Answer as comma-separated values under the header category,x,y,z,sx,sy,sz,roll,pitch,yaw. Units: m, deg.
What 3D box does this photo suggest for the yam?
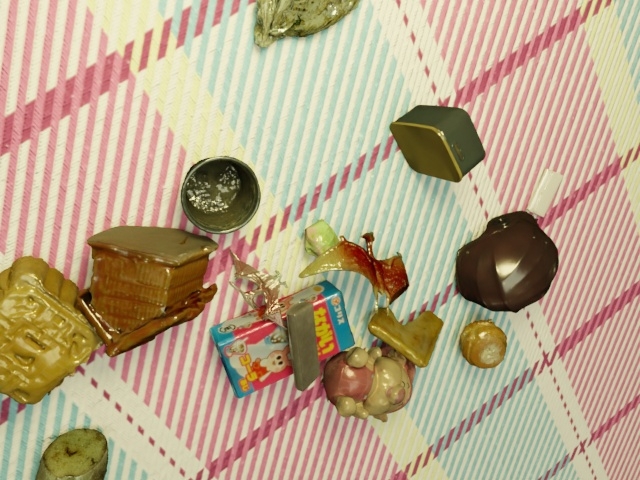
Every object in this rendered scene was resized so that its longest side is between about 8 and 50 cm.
category,x,y,z,sx,sy,sz,roll,pitch,yaw
yam,-0.537,0.547,1.171,0.154,0.154,0.254,7,107,-24

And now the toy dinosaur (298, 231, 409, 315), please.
category,x,y,z,sx,sy,sz,roll,pitch,yaw
toy dinosaur,0.096,0.083,1.258,0.327,0.113,0.206,-21,83,-57

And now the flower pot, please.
category,x,y,z,sx,sy,sz,roll,pitch,yaw
flower pot,-0.210,-0.102,1.108,0.158,0.107,0.157,-9,113,-21

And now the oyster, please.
category,x,y,z,sx,sy,sz,roll,pitch,yaw
oyster,-0.024,-0.498,1.063,0.268,0.112,0.198,-30,137,-19

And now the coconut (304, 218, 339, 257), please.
category,x,y,z,sx,sy,sz,roll,pitch,yaw
coconut,0.000,0.000,1.244,0.081,0.082,0.083,-37,140,-14

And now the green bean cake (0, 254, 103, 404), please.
category,x,y,z,sx,sy,sz,roll,pitch,yaw
green bean cake,-0.552,0.175,1.045,0.224,0.131,0.229,-43,117,-3

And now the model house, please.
category,x,y,z,sx,sy,sz,roll,pitch,yaw
model house,-0.334,0.098,1.083,0.220,0.199,0.229,18,102,8

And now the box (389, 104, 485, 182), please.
category,x,y,z,sx,sy,sz,roll,pitch,yaw
box,0.258,-0.219,1.211,0.090,0.201,0.144,-39,116,-11

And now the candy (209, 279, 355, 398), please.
category,x,y,z,sx,sy,sz,roll,pitch,yaw
candy,-0.084,0.223,1.274,0.306,0.100,0.157,-22,113,-14

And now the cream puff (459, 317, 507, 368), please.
category,x,y,z,sx,sy,sz,roll,pitch,yaw
cream puff,0.442,0.281,1.507,0.126,0.103,0.143,-22,115,0

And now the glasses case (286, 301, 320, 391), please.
category,x,y,z,sx,sy,sz,roll,pitch,yaw
glasses case,-0.040,0.230,1.204,0.072,0.042,0.190,-37,127,-56

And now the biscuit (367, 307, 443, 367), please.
category,x,y,z,sx,sy,sz,roll,pitch,yaw
biscuit,0.218,0.219,1.400,0.183,0.174,0.039,33,136,0

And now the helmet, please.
category,x,y,z,sx,sy,sz,roll,pitch,yaw
helmet,0.510,0.064,1.424,0.305,0.177,0.225,-38,115,-5

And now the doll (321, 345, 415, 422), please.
category,x,y,z,sx,sy,sz,roll,pitch,yaw
doll,0.132,0.355,1.369,0.256,0.152,0.196,21,113,-38

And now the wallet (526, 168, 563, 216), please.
category,x,y,z,sx,sy,sz,roll,pitch,yaw
wallet,0.604,-0.128,1.482,0.061,0.025,0.122,20,99,-20

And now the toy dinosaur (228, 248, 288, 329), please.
category,x,y,z,sx,sy,sz,roll,pitch,yaw
toy dinosaur,-0.129,0.104,1.206,0.108,0.032,0.220,-34,81,-20
